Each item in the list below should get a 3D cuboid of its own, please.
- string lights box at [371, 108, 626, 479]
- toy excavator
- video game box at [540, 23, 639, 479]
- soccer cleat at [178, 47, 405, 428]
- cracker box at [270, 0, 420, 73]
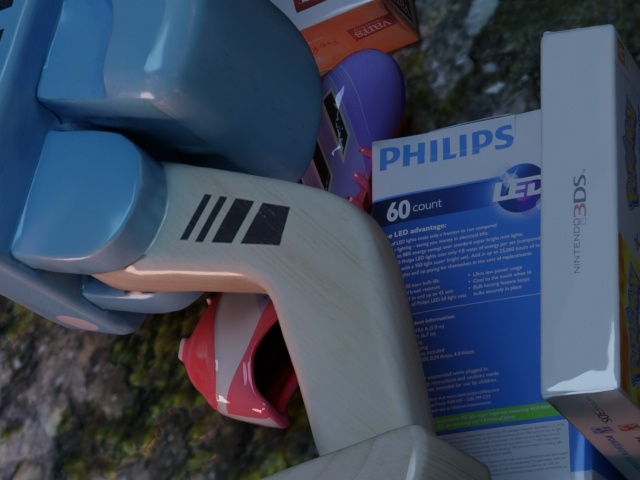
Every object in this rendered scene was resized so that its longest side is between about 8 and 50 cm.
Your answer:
[{"bbox_3d":[0.103,0.058,1.117,0.133,0.077,0.260,-10,63,24],"label":"string lights box"},{"bbox_3d":[-0.085,-0.034,1.078,0.445,0.222,0.433,2,69,36],"label":"toy excavator"},{"bbox_3d":[0.166,0.015,1.035,0.048,0.187,0.205,-9,65,25],"label":"video game box"},{"bbox_3d":[0.000,0.000,1.193,0.095,0.083,0.248,26,86,46],"label":"soccer cleat"},{"bbox_3d":[-0.029,-0.219,1.322,0.155,0.067,0.232,-20,60,20],"label":"cracker box"}]
